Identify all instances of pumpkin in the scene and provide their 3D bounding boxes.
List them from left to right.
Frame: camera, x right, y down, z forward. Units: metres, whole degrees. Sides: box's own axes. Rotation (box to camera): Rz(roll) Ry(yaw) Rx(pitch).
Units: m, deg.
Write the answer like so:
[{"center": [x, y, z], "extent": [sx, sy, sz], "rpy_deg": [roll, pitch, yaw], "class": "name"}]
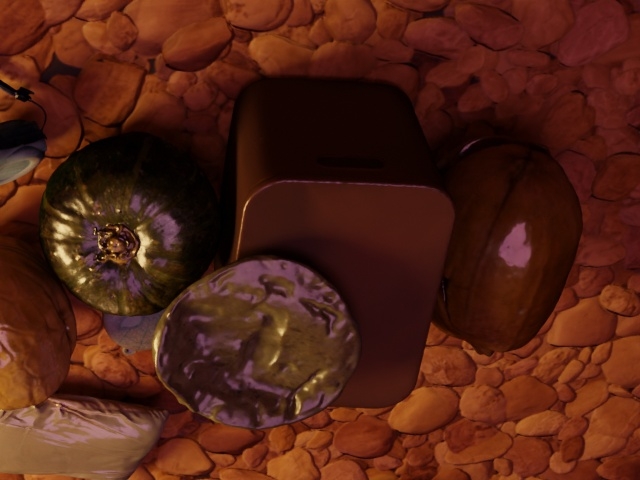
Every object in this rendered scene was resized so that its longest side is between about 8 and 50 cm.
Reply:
[{"center": [-0.224, -0.020, 1.932], "extent": [0.223, 0.157, 0.224], "rpy_deg": [3, 117, 7], "class": "pumpkin"}]

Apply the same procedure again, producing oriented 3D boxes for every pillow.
[{"center": [-0.355, 0.266, 2.203], "extent": [0.270, 0.067, 0.173], "rpy_deg": [11, 131, -17], "class": "pillow"}]

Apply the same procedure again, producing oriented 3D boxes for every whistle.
[{"center": [-0.211, 0.056, 2.067], "extent": [0.107, 0.057, 0.220], "rpy_deg": [9, 122, -24], "class": "whistle"}]

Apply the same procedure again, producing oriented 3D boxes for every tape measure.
[{"center": [-0.397, -0.147, 1.881], "extent": [0.180, 0.104, 0.107], "rpy_deg": [53, 135, -4], "class": "tape measure"}]

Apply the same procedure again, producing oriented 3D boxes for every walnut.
[{"center": [-0.392, 0.102, 1.977], "extent": [0.195, 0.195, 0.222], "rpy_deg": [-16, 127, 3], "class": "walnut"}, {"center": [0.213, 0.024, 2.023], "extent": [0.209, 0.209, 0.336], "rpy_deg": [-3, 131, -8], "class": "walnut"}]

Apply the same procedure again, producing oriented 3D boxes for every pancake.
[{"center": [-0.070, 0.111, 1.850], "extent": [0.241, 0.050, 0.242], "rpy_deg": [-6, 123, -9], "class": "pancake"}]

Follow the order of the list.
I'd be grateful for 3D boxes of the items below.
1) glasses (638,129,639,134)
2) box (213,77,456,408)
[{"center": [0.523, -0.158, 2.001], "extent": [0.189, 0.088, 0.220], "rpy_deg": [17, 124, -22], "class": "glasses"}, {"center": [0.000, 0.000, 1.944], "extent": [0.239, 0.229, 0.339], "rpy_deg": [1, 128, -11], "class": "box"}]
